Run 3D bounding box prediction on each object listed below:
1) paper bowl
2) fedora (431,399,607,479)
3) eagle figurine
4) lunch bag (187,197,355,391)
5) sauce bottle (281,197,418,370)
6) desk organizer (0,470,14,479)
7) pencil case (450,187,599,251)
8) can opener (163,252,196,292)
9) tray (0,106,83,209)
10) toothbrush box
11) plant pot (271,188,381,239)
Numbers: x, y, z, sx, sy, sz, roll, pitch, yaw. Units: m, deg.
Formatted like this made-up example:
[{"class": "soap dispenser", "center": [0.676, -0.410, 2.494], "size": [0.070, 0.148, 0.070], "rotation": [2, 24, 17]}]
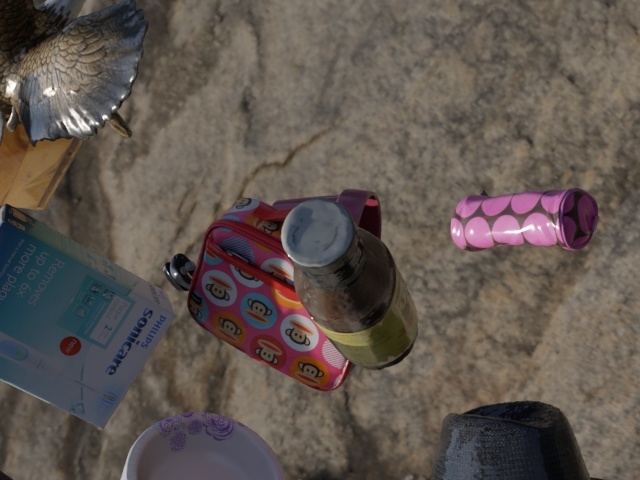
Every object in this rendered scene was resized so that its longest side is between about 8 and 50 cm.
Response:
[{"class": "paper bowl", "center": [-0.212, 0.454, 1.724], "size": [0.284, 0.284, 0.148], "rotation": [-108, 30, -41]}, {"class": "fedora", "center": [0.267, 0.314, 1.412], "size": [0.334, 0.334, 0.153], "rotation": [-9, 87, 45]}, {"class": "eagle figurine", "center": [-0.297, -0.210, 1.018], "size": [0.298, 0.226, 0.225], "rotation": [169, 103, -77]}, {"class": "lunch bag", "center": [-0.046, 0.070, 1.510], "size": [0.120, 0.293, 0.258], "rotation": [-50, -16, -54]}, {"class": "sauce bottle", "center": [0.034, 0.053, 1.054], "size": [0.111, 0.344, 0.111], "rotation": [-4, 70, 11]}, {"class": "desk organizer", "center": [-0.386, 0.309, 1.132], "size": [0.047, 0.050, 0.130], "rotation": [-51, -8, -44]}, {"class": "pencil case", "center": [0.279, -0.027, 1.342], "size": [0.209, 0.098, 0.095], "rotation": [2, 72, 55]}, {"class": "can opener", "center": [-0.245, 0.102, 2.036], "size": [0.059, 0.186, 0.073], "rotation": [-46, 1, -25]}, {"class": "tray", "center": [-0.476, -0.139, 1.454], "size": [0.411, 0.202, 0.076], "rotation": [147, 125, -61]}, {"class": "toothbrush box", "center": [-0.404, 0.116, 1.497], "size": [0.216, 0.295, 0.126], "rotation": [-56, 22, 4]}, {"class": "plant pot", "center": [0.000, 0.000, 1.772], "size": [0.180, 0.201, 0.201], "rotation": [8, 73, 16]}]
